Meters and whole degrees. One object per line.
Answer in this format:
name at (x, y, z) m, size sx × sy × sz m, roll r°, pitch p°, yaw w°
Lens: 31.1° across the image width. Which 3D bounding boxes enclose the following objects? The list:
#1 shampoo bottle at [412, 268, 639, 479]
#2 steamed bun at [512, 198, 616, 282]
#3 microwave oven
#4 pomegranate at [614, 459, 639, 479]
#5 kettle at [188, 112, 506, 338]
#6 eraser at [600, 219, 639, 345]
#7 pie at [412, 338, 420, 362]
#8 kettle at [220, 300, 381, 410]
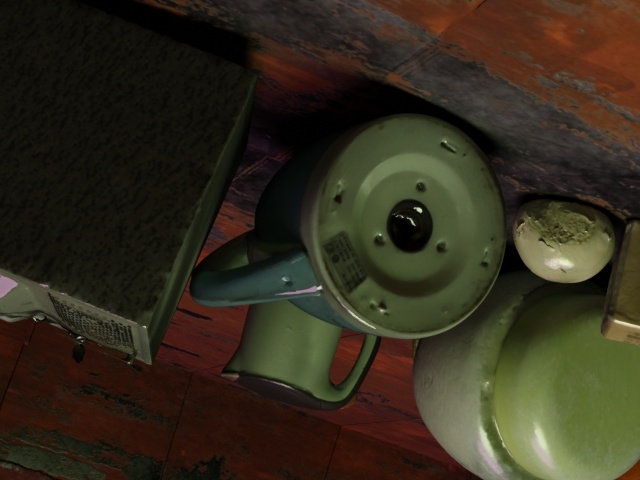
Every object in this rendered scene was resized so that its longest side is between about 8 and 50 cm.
shampoo bottle at (0.304, 0.199, 1.660) m, size 0.322 × 0.322 × 0.317 m, roll 26°, pitch 170°, yaw -29°
steamed bun at (0.302, 0.007, 1.445) m, size 0.130 × 0.091 × 0.112 m, roll 13°, pitch 164°, yaw 11°
microwave oven at (-0.333, -0.087, 1.291) m, size 0.432 × 0.374 × 0.236 m, roll 21°, pitch 164°, yaw 0°
pomegranate at (0.653, 0.397, 2.069) m, size 0.264 × 0.264 × 0.264 m, roll 15°, pitch 163°, yaw 5°
kettle at (0.000, 0.000, 1.387) m, size 0.319 × 0.247 × 0.342 m, roll -22°, pitch -171°, yaw -25°
eraser at (0.524, 0.084, 1.395) m, size 0.343 × 0.144 × 0.078 m, roll 13°, pitch 161°, yaw 10°
pie at (0.250, 0.240, 2.154) m, size 0.201 × 0.090 × 0.248 m, roll 24°, pitch 146°, yaw 23°
kettle at (-0.016, 0.145, 1.901) m, size 0.240 × 0.255 × 0.165 m, roll 18°, pitch 161°, yaw -6°
